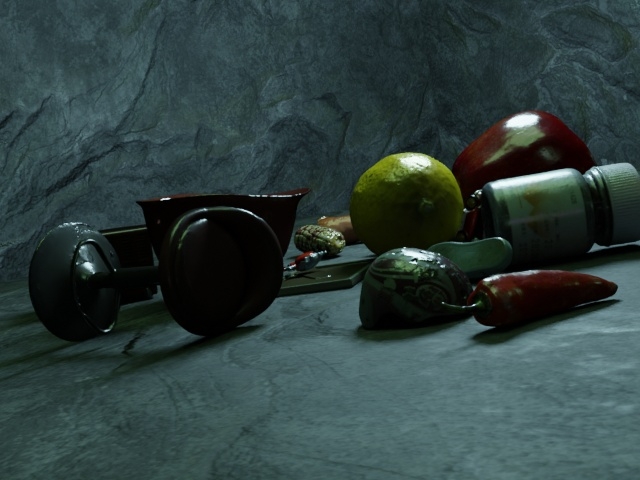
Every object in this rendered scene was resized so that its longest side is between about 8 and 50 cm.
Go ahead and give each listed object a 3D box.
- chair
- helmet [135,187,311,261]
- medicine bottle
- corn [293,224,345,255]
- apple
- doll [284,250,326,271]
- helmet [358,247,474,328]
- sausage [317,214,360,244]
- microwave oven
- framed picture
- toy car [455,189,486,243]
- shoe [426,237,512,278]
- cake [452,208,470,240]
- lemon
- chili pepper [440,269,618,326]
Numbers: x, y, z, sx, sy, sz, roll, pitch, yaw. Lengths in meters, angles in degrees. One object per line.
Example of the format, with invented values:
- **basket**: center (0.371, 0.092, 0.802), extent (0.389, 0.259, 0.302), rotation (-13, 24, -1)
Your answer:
- **chair**: center (-0.284, 0.059, 1.464), extent (0.401, 0.226, 0.226), rotation (-6, 6, 31)
- **helmet**: center (-0.209, 0.003, 1.879), extent (0.385, 0.230, 0.337), rotation (-3, 3, -23)
- **medicine bottle**: center (0.447, -0.050, 1.574), extent (0.273, 0.165, 0.165), rotation (-11, 5, 3)
- **corn**: center (0.000, 0.000, 2.318), extent (0.086, 0.086, 0.253), rotation (-12, 6, -21)
- **apple**: center (0.472, -0.146, 1.948), extent (0.317, 0.288, 0.288), rotation (-25, 4, 4)
- **doll**: center (-0.038, 0.051, 1.895), extent (0.114, 0.039, 0.057), rotation (-20, -24, 1)
- **helmet**: center (0.139, 0.062, 1.261), extent (0.177, 0.107, 0.153), rotation (-8, 3, 26)
- **sausage**: center (0.198, -0.051, 2.469), extent (0.419, 0.094, 0.094), rotation (-9, -38, 10)
- **microwave oven**: center (-0.507, 0.059, 2.103), extent (0.188, 0.178, 0.247), rotation (-11, 5, -14)
- **framed picture**: center (0.003, 0.077, 1.824), extent (0.211, 0.020, 0.289), rotation (-8, 6, 18)
- **toy car**: center (0.365, -0.033, 1.798), extent (0.112, 0.139, 0.112), rotation (-8, 21, -43)
- **shoe**: center (0.270, 0.043, 1.516), extent (0.078, 0.079, 0.195), rotation (29, -28, -33)
- **cake**: center (0.266, -0.029, 2.104), extent (0.287, 0.098, 0.135), rotation (-14, 4, 0)
- **lemon**: center (0.187, -0.072, 1.889), extent (0.245, 0.245, 0.320), rotation (-11, 3, -12)
- **chili pepper**: center (0.275, 0.074, 1.124), extent (0.272, 0.071, 0.063), rotation (-6, -36, -24)
